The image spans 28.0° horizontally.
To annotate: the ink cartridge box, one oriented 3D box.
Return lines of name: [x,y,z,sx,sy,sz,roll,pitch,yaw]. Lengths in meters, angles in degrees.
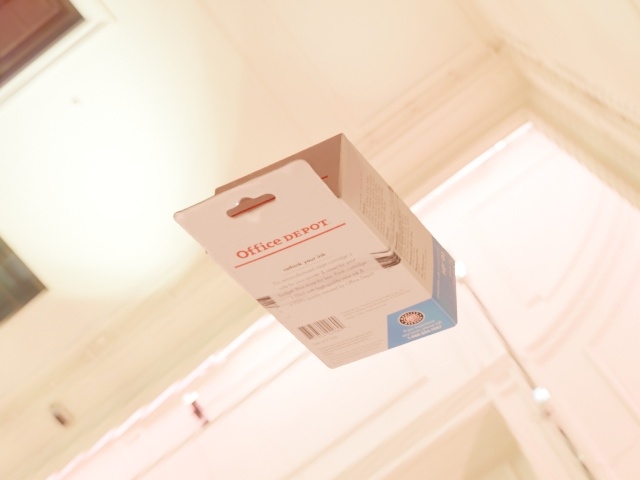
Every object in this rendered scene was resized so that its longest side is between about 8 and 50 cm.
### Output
ink cartridge box: [0.000,0.000,0.384,0.048,0.083,0.028,-22,-138,26]
